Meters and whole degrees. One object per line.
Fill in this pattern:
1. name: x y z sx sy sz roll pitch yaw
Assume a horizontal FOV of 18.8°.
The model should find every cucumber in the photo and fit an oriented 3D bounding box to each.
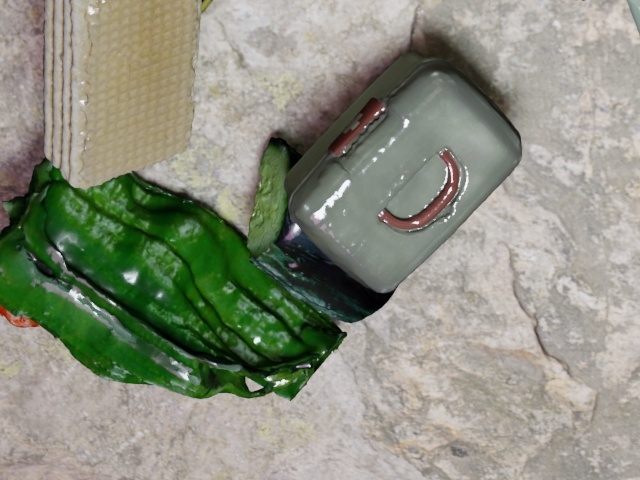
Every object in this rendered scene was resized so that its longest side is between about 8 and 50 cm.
1. cucumber: 0.000 0.000 1.927 0.193 0.115 0.086 43 165 -31

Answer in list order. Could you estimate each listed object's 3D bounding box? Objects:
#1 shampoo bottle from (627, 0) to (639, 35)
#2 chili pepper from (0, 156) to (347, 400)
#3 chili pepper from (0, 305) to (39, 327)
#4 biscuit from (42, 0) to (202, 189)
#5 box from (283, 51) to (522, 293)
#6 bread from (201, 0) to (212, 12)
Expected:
1. shampoo bottle: 0.291 -0.214 1.667 0.056 0.056 0.195 -6 160 18
2. chili pepper: -0.163 0.067 1.967 0.385 0.213 0.167 30 137 -12
3. chili pepper: -0.303 0.041 2.071 0.073 0.070 0.123 -3 140 -43
4. biscuit: -0.169 -0.236 1.689 0.078 0.144 0.426 47 146 34
5. box: 0.074 -0.067 1.806 0.210 0.129 0.148 -46 109 3
6. bread: -0.144 -0.263 1.792 0.117 0.064 0.156 29 132 -12
